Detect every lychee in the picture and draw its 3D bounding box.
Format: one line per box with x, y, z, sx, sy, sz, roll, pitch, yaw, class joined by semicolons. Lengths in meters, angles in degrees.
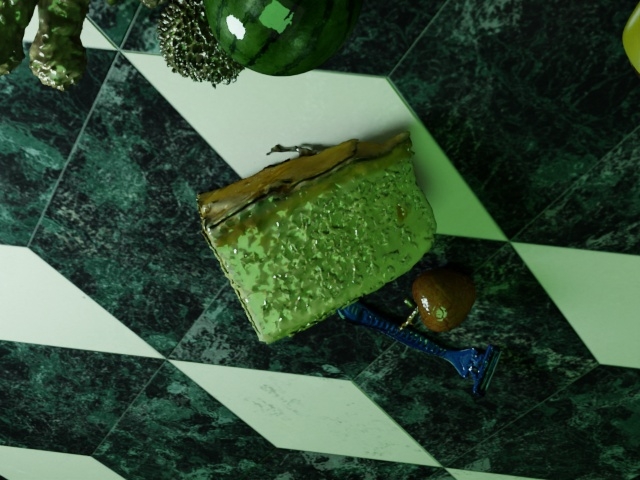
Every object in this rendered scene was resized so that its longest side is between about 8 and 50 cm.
0.192;0.108;1.490;0.140;0.101;0.114;-43;140;-4;lychee

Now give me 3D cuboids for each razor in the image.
0.167;0.178;1.623;0.324;0.093;0.056;24;171;-11;razor

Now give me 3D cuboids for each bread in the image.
-0.021;-0.029;1.371;0.315;0.279;0.249;-28;111;-11;bread

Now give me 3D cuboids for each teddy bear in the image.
-0.256;-0.298;1.052;0.222;0.246;0.296;26;105;24;teddy bear

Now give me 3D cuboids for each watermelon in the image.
-0.037;-0.294;1.034;0.188;0.188;0.215;26;133;-18;watermelon

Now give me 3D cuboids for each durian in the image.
-0.145;-0.263;1.158;0.148;0.091;0.189;7;136;2;durian

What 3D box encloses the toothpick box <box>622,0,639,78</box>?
0.461;-0.276;0.986;0.174;0.175;0.271;20;140;-13;toothpick box
